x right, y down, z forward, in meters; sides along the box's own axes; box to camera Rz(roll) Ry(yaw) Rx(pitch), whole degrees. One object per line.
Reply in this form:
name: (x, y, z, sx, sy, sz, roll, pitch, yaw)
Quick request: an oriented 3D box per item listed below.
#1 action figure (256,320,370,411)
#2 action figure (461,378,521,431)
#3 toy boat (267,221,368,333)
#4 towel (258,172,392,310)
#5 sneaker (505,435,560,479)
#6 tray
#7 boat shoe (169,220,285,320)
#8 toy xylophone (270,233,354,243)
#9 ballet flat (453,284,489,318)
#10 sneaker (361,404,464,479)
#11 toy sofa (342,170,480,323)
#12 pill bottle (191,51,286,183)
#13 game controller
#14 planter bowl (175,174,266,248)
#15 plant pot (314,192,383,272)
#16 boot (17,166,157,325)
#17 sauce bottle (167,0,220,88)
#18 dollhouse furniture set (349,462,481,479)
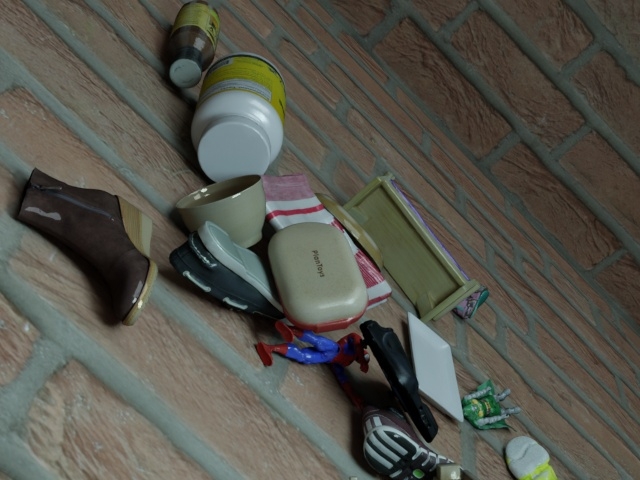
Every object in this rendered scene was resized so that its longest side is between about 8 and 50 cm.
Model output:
action figure: (0.023, 0.224, 1.736, 0.280, 0.091, 0.139, 13, 34, -54)
action figure: (0.376, 0.376, 2.197, 0.232, 0.063, 0.137, 4, 52, -56)
toy boat: (-0.011, 0.080, 1.722, 0.151, 0.151, 0.231, -8, 50, -13)
towel: (0.000, 0.000, 1.912, 0.329, 0.037, 0.237, 52, 23, 10)
sneaker: (0.476, 0.538, 2.113, 0.240, 0.091, 0.126, -117, -174, -55)
tray: (0.241, 0.279, 2.138, 0.145, 0.030, 0.270, 41, 23, -21)
boat shoe: (-0.146, 0.067, 1.668, 0.302, 0.091, 0.114, 46, 13, -47)
toy xylophone: (-0.038, 0.024, 1.961, 0.236, 0.081, 0.322, 42, 22, -15)
ballet flat: (0.394, 0.152, 2.597, 0.079, 0.076, 0.221, 33, 19, 12)
sneaker: (0.175, 0.382, 1.748, 0.281, 0.106, 0.162, 45, 10, -25)
toy sofa: (0.219, 0.015, 2.372, 0.362, 0.150, 0.177, 53, 23, 10)
pill bottle: (-0.168, -0.249, 2.025, 0.188, 0.188, 0.334, 40, 24, -21)
game controller: (0.146, 0.263, 1.789, 0.319, 0.067, 0.166, 61, 5, -57)
planter bowl: (-0.166, -0.040, 1.754, 0.162, 0.162, 0.109, -59, 133, -67)
plant pot: (0.062, -0.024, 2.160, 0.236, 0.032, 0.236, 47, -5, 5)
boot: (-0.349, 0.008, 1.434, 0.207, 0.090, 0.248, 23, 32, -25)
sauce bottle: (-0.292, -0.443, 2.223, 0.111, 0.111, 0.344, 39, 25, -23)
dollhouse furniture set: (0.100, 0.458, 1.477, 0.355, 0.303, 0.173, 132, -44, -85)
